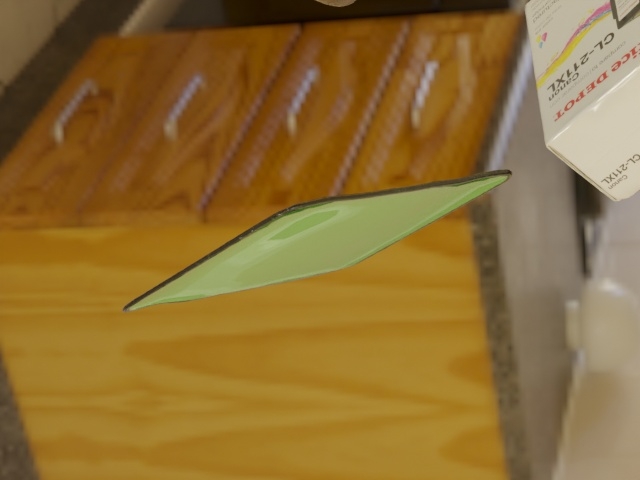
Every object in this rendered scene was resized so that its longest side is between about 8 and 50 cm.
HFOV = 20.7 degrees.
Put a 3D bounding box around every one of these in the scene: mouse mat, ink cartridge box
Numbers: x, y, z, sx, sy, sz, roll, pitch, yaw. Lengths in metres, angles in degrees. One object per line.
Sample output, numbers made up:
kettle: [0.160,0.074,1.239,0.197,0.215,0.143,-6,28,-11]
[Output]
mouse mat: [0.000,0.000,0.957,0.190,0.152,0.007,-9,74,-47]
ink cartridge box: [0.210,-0.131,1.166,0.072,0.127,0.175,35,31,-24]

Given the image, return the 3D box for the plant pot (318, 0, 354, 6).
plant pot: [0.054,-0.372,1.646,0.215,0.230,0.215,37,35,-32]
